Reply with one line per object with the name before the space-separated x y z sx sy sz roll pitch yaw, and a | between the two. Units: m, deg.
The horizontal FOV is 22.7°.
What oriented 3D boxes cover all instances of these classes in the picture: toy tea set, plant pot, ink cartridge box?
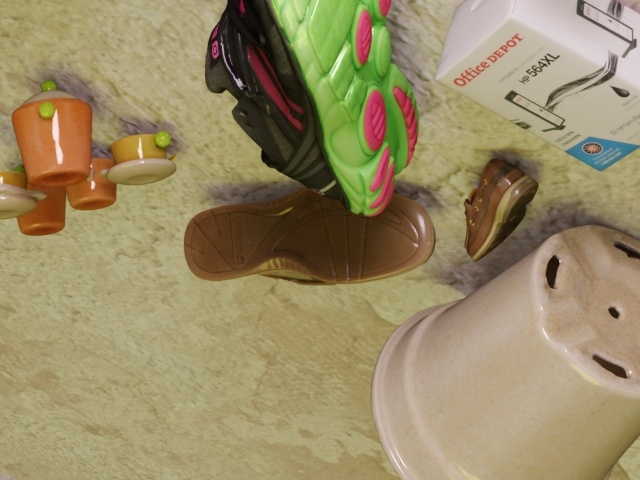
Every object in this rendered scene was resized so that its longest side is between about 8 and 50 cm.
toy tea set | -0.335 -0.105 1.996 0.200 0.124 0.336 2 164 -40
plant pot | 0.274 0.149 1.875 0.334 0.334 0.305 25 140 -12
ink cartridge box | 0.233 -0.168 1.523 0.203 0.086 0.148 26 152 -15

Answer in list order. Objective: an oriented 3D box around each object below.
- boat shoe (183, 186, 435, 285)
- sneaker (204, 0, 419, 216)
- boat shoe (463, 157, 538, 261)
boat shoe | 0.000 0.000 1.967 0.342 0.123 0.123 -7 173 30
sneaker | -0.033 -0.191 1.543 0.202 0.185 0.483 14 147 19
boat shoe | 0.196 -0.036 1.822 0.060 0.064 0.178 46 155 14
